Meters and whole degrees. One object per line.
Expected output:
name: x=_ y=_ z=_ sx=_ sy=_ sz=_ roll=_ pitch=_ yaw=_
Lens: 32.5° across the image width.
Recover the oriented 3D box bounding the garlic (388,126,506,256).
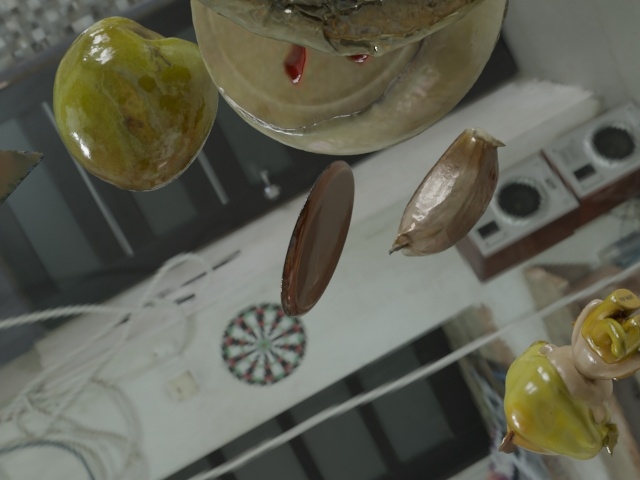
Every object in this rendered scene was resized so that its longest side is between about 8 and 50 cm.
garlic: x=0.144 y=-0.044 z=1.344 sx=0.090 sy=0.198 sz=0.128 roll=40 pitch=171 yaw=16

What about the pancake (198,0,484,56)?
pancake: x=0.002 y=-0.239 z=0.680 sx=0.282 sy=0.282 sz=0.049 roll=60 pitch=167 yaw=8

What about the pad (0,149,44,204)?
pad: x=-0.310 y=0.004 z=0.732 sx=0.265 sy=0.160 sz=0.009 roll=-66 pitch=-24 yaw=-53

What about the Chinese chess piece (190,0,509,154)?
Chinese chess piece: x=0.018 y=-0.188 z=0.815 sx=0.103 sy=0.250 sz=0.249 roll=1 pitch=-128 yaw=-54

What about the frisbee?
frisbee: x=0.000 y=0.000 z=1.645 sx=0.021 sy=0.250 sz=0.250 roll=18 pitch=156 yaw=17

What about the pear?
pear: x=-0.220 y=-0.161 z=1.291 sx=0.200 sy=0.200 sz=0.200 roll=60 pitch=173 yaw=13

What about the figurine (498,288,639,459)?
figurine: x=0.280 y=0.157 z=1.206 sx=0.156 sy=0.131 sz=0.246 roll=54 pitch=136 yaw=33
